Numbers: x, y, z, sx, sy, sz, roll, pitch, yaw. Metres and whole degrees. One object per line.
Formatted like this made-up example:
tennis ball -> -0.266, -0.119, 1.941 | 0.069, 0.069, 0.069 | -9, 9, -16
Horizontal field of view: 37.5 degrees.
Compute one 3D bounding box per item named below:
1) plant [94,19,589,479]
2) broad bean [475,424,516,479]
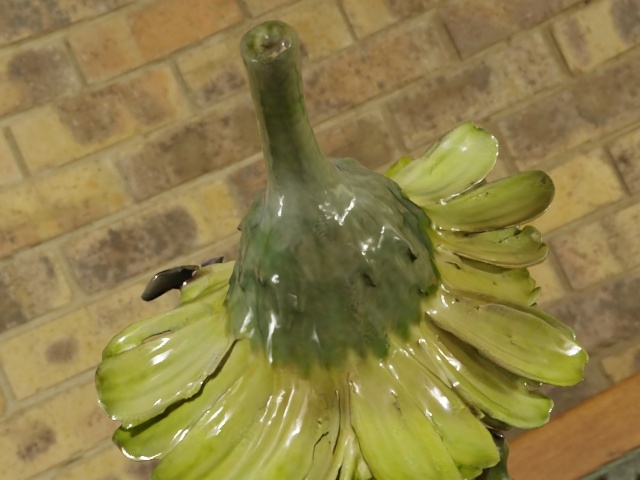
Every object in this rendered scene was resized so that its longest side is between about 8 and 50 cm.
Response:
plant -> -0.019, 0.020, 0.576 | 0.261, 0.297, 0.305 | -17, 43, 42
broad bean -> 0.065, 0.259, 0.673 | 0.292, 0.144, 0.049 | -46, -2, 26
